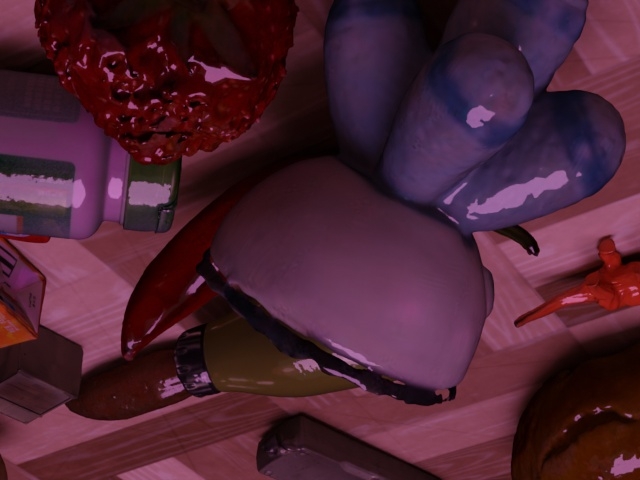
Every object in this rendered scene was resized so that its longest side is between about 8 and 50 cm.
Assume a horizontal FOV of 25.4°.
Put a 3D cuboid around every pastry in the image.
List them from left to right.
[{"bbox_3d":[0.368,0.243,1.535,0.356,0.164,0.356,0,139,0],"label":"pastry"}]

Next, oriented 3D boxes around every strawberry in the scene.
[{"bbox_3d":[-0.108,-0.141,1.025,0.184,0.187,0.201,29,144,16],"label":"strawberry"}]

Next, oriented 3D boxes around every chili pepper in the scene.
[{"bbox_3d":[-0.006,-0.005,1.232,0.368,0.137,0.092,-15,175,8],"label":"chili pepper"}]

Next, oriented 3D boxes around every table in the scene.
[{"bbox_3d":[-0.302,0.136,1.460,0.083,0.062,0.079,-30,134,32],"label":"table"}]

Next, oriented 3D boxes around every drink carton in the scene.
[{"bbox_3d":[-0.385,0.069,1.366,0.222,0.071,0.096,-15,140,19],"label":"drink carton"}]

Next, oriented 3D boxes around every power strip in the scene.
[{"bbox_3d":[0.047,0.278,1.662,0.286,0.048,0.080,28,136,-33],"label":"power strip"}]

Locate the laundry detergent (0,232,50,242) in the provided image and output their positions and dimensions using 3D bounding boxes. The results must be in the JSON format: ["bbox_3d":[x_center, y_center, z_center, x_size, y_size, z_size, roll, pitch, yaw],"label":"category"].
[{"bbox_3d":[-0.316,-0.039,1.249,0.165,0.049,0.097,10,145,-10],"label":"laundry detergent"}]

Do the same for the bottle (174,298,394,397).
[{"bbox_3d":[-0.012,0.095,1.373,0.260,0.112,0.112,-12,141,14],"label":"bottle"}]

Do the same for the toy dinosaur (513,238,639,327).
[{"bbox_3d":[0.318,0.030,1.349,0.279,0.055,0.101,-15,150,15],"label":"toy dinosaur"}]

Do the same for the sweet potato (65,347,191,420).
[{"bbox_3d":[-0.162,0.147,1.485,0.255,0.058,0.078,-15,156,14],"label":"sweet potato"}]

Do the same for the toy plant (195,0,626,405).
[{"bbox_3d":[0.084,-0.069,1.056,0.247,0.247,0.332,24,102,-29],"label":"toy plant"}]

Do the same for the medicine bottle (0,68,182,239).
[{"bbox_3d":[-0.249,-0.071,1.137,0.274,0.133,0.133,5,142,-8],"label":"medicine bottle"}]

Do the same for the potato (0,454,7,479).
[{"bbox_3d":[-0.483,0.233,1.522,0.296,0.141,0.191,8,158,-13],"label":"potato"}]
